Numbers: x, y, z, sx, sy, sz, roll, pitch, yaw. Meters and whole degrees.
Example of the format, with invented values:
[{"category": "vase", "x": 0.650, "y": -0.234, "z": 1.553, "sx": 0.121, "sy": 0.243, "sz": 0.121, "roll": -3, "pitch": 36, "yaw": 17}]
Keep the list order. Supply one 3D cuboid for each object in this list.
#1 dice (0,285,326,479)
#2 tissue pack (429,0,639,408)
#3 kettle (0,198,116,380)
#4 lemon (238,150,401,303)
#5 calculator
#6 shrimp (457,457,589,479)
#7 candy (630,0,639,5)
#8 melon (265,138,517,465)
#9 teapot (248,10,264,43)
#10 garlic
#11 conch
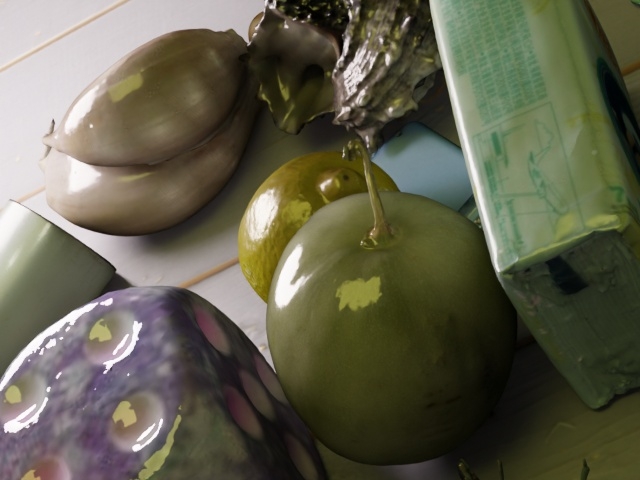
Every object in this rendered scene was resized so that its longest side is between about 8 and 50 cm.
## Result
[{"category": "dice", "x": -0.174, "y": 0.232, "z": 1.827, "sx": 0.270, "sy": 0.270, "sz": 0.271, "roll": -34, "pitch": 46, "yaw": 11}, {"category": "tissue pack", "x": 0.244, "y": -0.069, "z": 1.730, "sx": 0.162, "sy": 0.287, "sz": 0.388, "roll": -21, "pitch": 51, "yaw": 15}, {"category": "kettle", "x": -0.407, "y": 0.074, "z": 2.155, "sx": 0.236, "sy": 0.221, "sz": 0.161, "roll": -57, "pitch": 5, "yaw": -7}, {"category": "lemon", "x": 0.000, "y": 0.000, "z": 1.925, "sx": 0.248, "sy": 0.184, "sz": 0.184, "roll": 129, "pitch": 153, "yaw": -55}, {"category": "calculator", "x": 0.123, "y": -0.060, "z": 1.980, "sx": 0.121, "sy": 0.039, "sz": 0.210, "roll": -49, "pitch": 45, "yaw": -5}, {"category": "shrimp", "x": 0.183, "y": 0.286, "z": 1.650, "sx": 0.172, "sy": 0.137, "sz": 0.372, "roll": -28, "pitch": 43, "yaw": -36}, {"category": "candy", "x": 0.404, "y": -0.236, "z": 1.904, "sx": 0.061, "sy": 0.061, "sz": 0.202, "roll": -49, "pitch": 37, "yaw": -3}, {"category": "melon", "x": 0.072, "y": 0.088, "z": 1.728, "sx": 0.271, "sy": 0.308, "sz": 0.272, "roll": -6, "pitch": 66, "yaw": 13}, {"category": "teapot", "x": -0.036, "y": -0.261, "z": 2.233, "sx": 0.110, "sy": 0.085, "sz": 0.080, "roll": -19, "pitch": 20, "yaw": -12}, {"category": "garlic", "x": -0.248, "y": -0.145, "z": 2.174, "sx": 0.340, "sy": 0.231, "sz": 0.246, "roll": -14, "pitch": 56, "yaw": 21}, {"category": "conch", "x": 0.048, "y": -0.212, "z": 2.062, "sx": 0.313, "sy": 0.186, "sz": 0.241, "roll": -7, "pitch": 69, "yaw": 32}]
